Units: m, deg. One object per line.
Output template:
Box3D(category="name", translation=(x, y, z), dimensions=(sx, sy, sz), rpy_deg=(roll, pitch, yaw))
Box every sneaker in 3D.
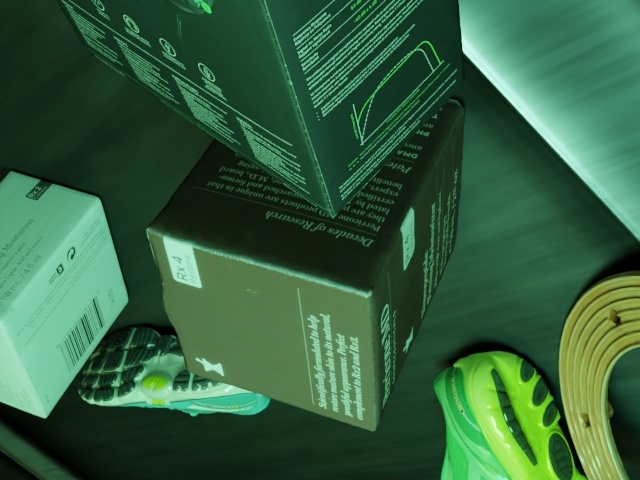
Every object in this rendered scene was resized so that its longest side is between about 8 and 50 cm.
Box3D(category="sneaker", translation=(0.194, 0.247, 0.908), dimensions=(0.123, 0.109, 0.295), rpy_deg=(-11, 97, 60))
Box3D(category="sneaker", translation=(-0.184, 0.175, 1.115), dimensions=(0.275, 0.107, 0.110), rpy_deg=(-1, 142, 34))

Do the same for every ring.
Box3D(category="ring", translation=(0.304, 0.179, 0.716), dimensions=(0.336, 0.032, 0.336), rpy_deg=(54, 157, 37))

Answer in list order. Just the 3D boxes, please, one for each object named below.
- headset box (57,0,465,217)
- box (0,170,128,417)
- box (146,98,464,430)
Box3D(category="headset box", translation=(-0.064, -0.187, 0.493), dimensions=(0.246, 0.131, 0.283), rpy_deg=(34, 162, 29))
Box3D(category="box", translation=(-0.315, 0.058, 0.994), dimensions=(0.119, 0.181, 0.182), rpy_deg=(16, 141, 16))
Box3D(category="box", translation=(0.000, 0.000, 0.711), dimensions=(0.167, 0.203, 0.168), rpy_deg=(15, 141, 17))
